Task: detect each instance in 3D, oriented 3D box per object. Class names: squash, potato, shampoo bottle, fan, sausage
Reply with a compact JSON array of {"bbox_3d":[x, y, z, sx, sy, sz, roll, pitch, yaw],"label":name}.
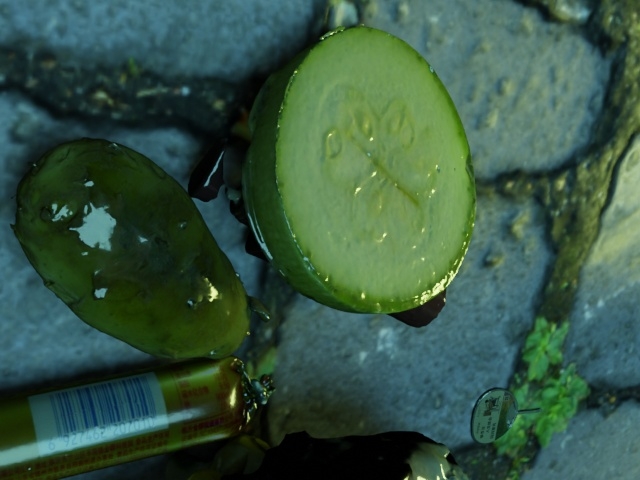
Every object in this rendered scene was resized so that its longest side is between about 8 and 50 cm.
[{"bbox_3d":[0.041,-0.052,0.729,0.219,0.041,0.219,4,84,-38],"label":"squash"},{"bbox_3d":[-0.127,0.016,0.699,0.117,0.090,0.225,-50,128,-8],"label":"potato"},{"bbox_3d":[0.002,-0.001,0.765,0.236,0.067,0.068,27,83,-30],"label":"shampoo bottle"},{"bbox_3d":[0.180,0.166,0.950,0.080,0.003,0.060,-29,120,-12],"label":"fan"},{"bbox_3d":[-0.206,0.145,0.719,0.371,0.082,0.082,-10,113,-23],"label":"sausage"}]

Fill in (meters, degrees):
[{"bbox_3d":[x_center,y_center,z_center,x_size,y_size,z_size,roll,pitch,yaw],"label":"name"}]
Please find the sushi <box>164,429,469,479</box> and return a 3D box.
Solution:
[{"bbox_3d":[-0.038,0.301,0.761,0.329,0.285,0.328,-55,138,-44],"label":"sushi"}]
